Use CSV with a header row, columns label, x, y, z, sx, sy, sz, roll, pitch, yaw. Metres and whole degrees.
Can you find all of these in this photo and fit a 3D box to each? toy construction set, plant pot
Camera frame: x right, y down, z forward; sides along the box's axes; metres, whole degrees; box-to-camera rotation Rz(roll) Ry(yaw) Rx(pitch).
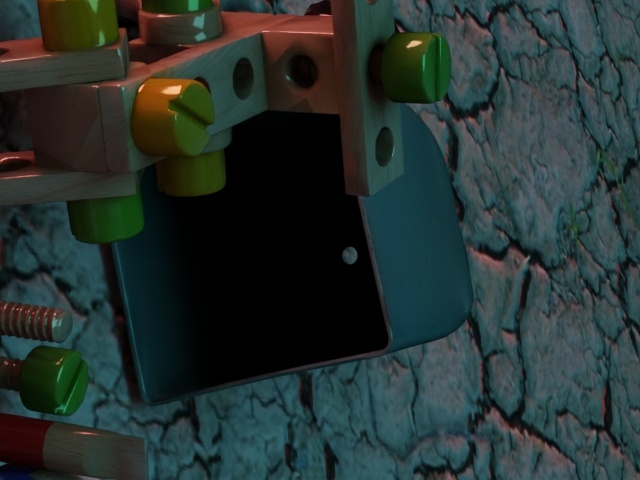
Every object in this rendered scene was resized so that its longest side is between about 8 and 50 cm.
label,x,y,z,sx,sy,sz,roll,pitch,yaw
toy construction set,-0.073,-0.037,0.810,0.257,0.237,0.309,17,81,-69
plant pot,0.000,0.000,1.067,0.234,0.165,0.166,0,77,-65

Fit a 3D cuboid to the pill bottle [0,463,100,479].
label,x,y,z,sx,sy,sz,roll,pitch,yaw
pill bottle,-0.173,0.175,0.758,0.186,0.112,0.112,-21,95,-59
